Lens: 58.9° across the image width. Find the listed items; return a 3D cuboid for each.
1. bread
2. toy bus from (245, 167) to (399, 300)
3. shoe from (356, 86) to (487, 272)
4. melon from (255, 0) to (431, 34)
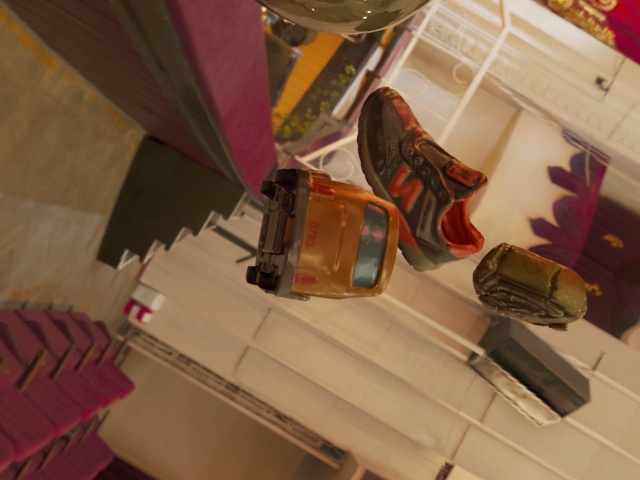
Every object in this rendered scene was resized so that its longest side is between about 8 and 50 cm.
[{"bbox_3d":[0.293,0.069,0.800,0.064,0.156,0.117,-53,144,-24],"label":"bread"},{"bbox_3d":[0.000,0.000,0.607,0.209,0.136,0.125,180,-80,-76],"label":"toy bus"},{"bbox_3d":[0.185,-0.103,0.944,0.171,0.336,0.132,-7,-159,47],"label":"shoe"},{"bbox_3d":[-0.002,-0.354,0.538,0.269,0.330,0.268,-18,-119,36],"label":"melon"}]
